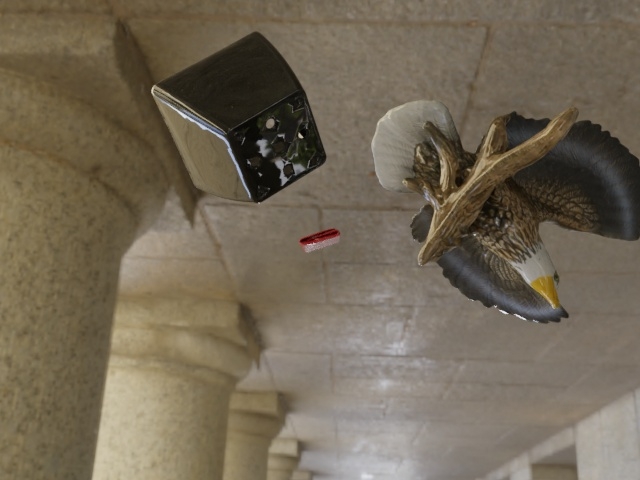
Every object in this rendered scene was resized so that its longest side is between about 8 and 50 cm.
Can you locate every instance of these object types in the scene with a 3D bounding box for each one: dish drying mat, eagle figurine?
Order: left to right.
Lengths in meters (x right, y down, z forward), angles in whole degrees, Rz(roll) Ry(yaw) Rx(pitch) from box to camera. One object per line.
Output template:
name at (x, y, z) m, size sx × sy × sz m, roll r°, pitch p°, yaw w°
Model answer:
dish drying mat at (0.000, 0.000, 0.627) m, size 0.032 × 0.008 × 0.083 m, roll -19°, pitch 176°, yaw 0°
eagle figurine at (0.202, -0.022, 0.840) m, size 0.226 × 0.225 × 0.298 m, roll -2°, pitch 175°, yaw 33°

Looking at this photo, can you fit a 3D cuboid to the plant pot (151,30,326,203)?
plant pot at (-0.097, -0.161, 1.151) m, size 0.188 × 0.167 × 0.187 m, roll -33°, pitch 130°, yaw -17°
